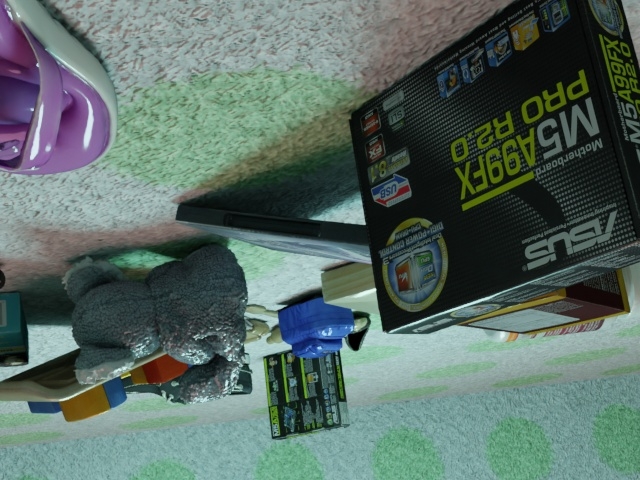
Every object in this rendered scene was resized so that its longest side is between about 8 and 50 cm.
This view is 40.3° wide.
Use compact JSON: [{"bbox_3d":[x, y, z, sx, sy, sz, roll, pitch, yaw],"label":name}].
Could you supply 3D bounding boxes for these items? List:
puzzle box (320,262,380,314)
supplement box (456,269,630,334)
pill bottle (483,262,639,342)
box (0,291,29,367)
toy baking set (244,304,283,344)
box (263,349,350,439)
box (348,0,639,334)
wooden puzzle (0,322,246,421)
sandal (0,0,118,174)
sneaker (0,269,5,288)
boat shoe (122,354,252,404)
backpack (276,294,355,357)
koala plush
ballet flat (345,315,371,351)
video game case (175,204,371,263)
[{"bbox_3d":[0.241,0.042,1.360,0.409,0.052,0.272,-18,160,28],"label":"puzzle box"},{"bbox_3d":[0.224,-0.007,0.956,0.129,0.191,0.194,-19,160,36],"label":"supplement box"},{"bbox_3d":[0.332,0.068,1.193,0.221,0.121,0.121,-6,163,-7],"label":"pill bottle"},{"bbox_3d":[-0.499,0.141,1.320,0.100,0.060,0.244,-3,162,-16],"label":"box"},{"bbox_3d":[-0.130,0.168,1.626,0.197,0.030,0.256,3,160,-31],"label":"toy baking set"},{"bbox_3d":[-0.034,0.333,1.932,0.184,0.190,0.045,-19,159,29],"label":"box"},{"bbox_3d":[0.141,-0.057,0.717,0.060,0.216,0.270,6,159,-37],"label":"box"},{"bbox_3d":[-0.327,0.198,1.322,0.348,0.080,0.322,-17,-177,-41],"label":"wooden puzzle"},{"bbox_3d":[-0.246,-0.104,0.579,0.169,0.102,0.416,-8,163,0],"label":"sandal"},{"bbox_3d":[-0.450,0.044,1.086,0.109,0.040,0.044,7,174,-31],"label":"sneaker"},{"bbox_3d":[-0.299,0.314,1.914,0.302,0.091,0.114,-9,163,3],"label":"boat shoe"},{"bbox_3d":[0.002,0.145,1.504,0.098,0.101,0.120,-1,159,-44],"label":"backpack"},{"bbox_3d":[-0.217,0.098,1.131,0.221,0.196,0.203,-2,150,-19],"label":"koala plush"},{"bbox_3d":[0.075,0.183,1.739,0.057,0.049,0.173,-9,163,0],"label":"ballet flat"},{"bbox_3d":[0.000,0.000,0.993,0.274,0.026,0.196,6,173,34],"label":"video game case"}]
